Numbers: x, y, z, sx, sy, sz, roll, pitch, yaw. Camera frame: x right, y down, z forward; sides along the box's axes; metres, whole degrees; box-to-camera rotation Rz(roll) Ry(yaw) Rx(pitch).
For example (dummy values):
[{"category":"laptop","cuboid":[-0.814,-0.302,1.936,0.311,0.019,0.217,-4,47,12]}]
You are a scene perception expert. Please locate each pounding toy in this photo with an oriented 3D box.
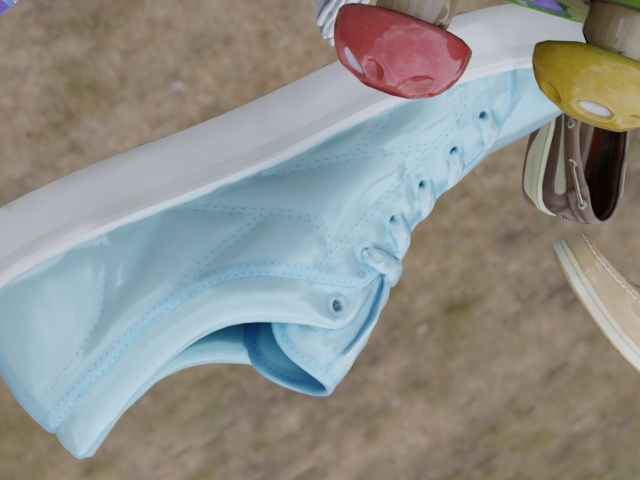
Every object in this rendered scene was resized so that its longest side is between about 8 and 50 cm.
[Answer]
[{"category":"pounding toy","cuboid":[0.092,-0.088,0.689,0.237,0.183,0.110,20,89,-50]}]

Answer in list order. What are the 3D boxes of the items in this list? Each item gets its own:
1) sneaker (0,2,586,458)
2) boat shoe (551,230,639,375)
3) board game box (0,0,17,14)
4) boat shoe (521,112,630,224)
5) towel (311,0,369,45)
[{"category":"sneaker","cuboid":[0.000,0.000,0.965,0.366,0.150,0.135,-25,173,-14]},{"category":"boat shoe","cuboid":[0.192,0.051,0.976,0.059,0.170,0.063,-42,-169,12]},{"category":"board game box","cuboid":[-0.238,-0.367,1.812,0.347,0.078,0.233,-53,-165,-14]},{"category":"boat shoe","cuboid":[0.247,-0.134,1.636,0.095,0.095,0.257,-16,121,-33]},{"category":"towel","cuboid":[0.020,-0.340,1.702,0.034,0.285,0.209,11,129,-28]}]
